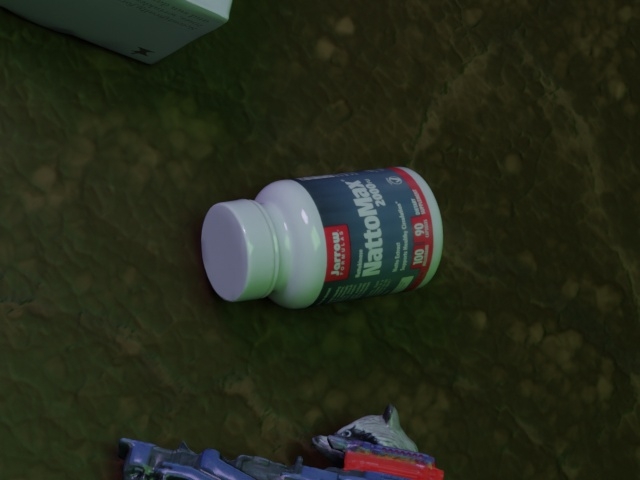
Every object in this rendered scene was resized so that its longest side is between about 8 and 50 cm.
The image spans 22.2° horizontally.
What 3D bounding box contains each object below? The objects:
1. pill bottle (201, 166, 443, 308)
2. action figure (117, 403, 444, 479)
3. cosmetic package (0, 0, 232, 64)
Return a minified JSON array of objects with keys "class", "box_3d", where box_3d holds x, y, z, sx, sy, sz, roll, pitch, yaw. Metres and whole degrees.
[{"class":"pill bottle","box_3d":[0.000,0.000,1.341,0.180,0.108,0.108,-9,84,-31]},{"class":"action figure","box_3d":[-0.015,0.277,1.284,0.341,0.178,0.330,19,62,3]},{"class":"cosmetic package","box_3d":[-0.156,-0.360,1.296,0.217,0.156,0.384,18,71,-28]}]
